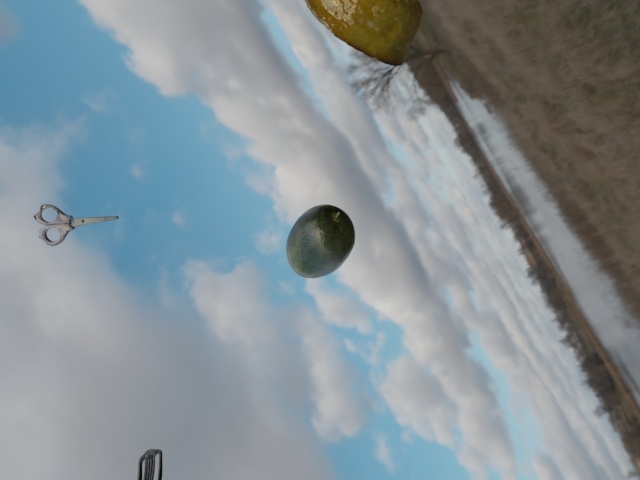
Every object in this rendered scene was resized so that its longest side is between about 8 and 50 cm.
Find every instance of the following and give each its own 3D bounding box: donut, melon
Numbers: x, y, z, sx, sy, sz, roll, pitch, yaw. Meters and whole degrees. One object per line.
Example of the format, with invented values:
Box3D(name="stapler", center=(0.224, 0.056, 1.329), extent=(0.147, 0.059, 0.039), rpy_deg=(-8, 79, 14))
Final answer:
Box3D(name="donut", center=(0.076, -0.455, 1.049), extent=(0.278, 0.108, 0.277), rpy_deg=(26, -146, -19))
Box3D(name="melon", center=(0.000, 0.000, 0.995), extent=(0.114, 0.167, 0.114), rpy_deg=(14, -131, -16))

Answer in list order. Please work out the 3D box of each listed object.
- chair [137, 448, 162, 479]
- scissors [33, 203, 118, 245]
Box3D(name="chair", center=(-0.376, 0.515, 1.112), extent=(0.101, 0.084, 0.212), rpy_deg=(35, -148, -45))
Box3D(name="scissors", center=(-0.560, -0.042, 1.288), extent=(0.015, 0.189, 0.100), rpy_deg=(-98, 2, -75))
